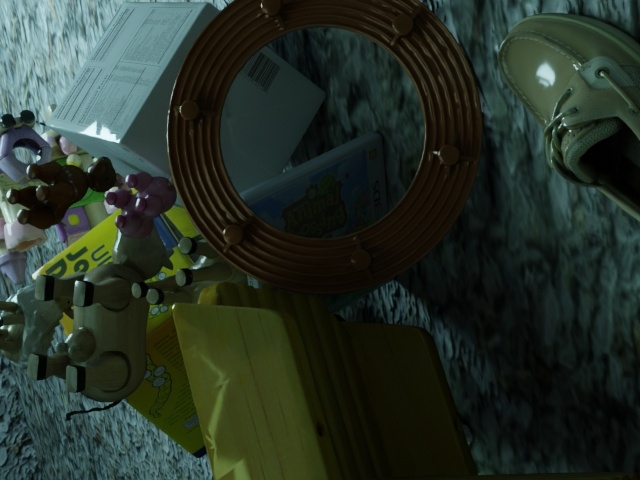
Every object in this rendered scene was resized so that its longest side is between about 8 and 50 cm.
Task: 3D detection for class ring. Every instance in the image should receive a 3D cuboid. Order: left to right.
[{"bbox_3d":[-0.003,-0.110,1.342,0.336,0.336,0.032,67,-167,4],"label":"ring"}]

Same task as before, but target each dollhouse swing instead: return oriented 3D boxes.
[{"bbox_3d":[0.099,0.151,1.284,0.305,0.347,0.315,-24,73,25],"label":"dollhouse swing"}]

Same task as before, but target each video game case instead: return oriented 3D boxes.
[{"bbox_3d":[0.000,0.000,1.489,0.023,0.212,0.193,20,127,43],"label":"video game case"}]

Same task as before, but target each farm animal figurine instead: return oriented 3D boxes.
[{"bbox_3d":[-0.227,0.057,1.558,0.330,0.172,0.327,29,106,34],"label":"farm animal figurine"}]

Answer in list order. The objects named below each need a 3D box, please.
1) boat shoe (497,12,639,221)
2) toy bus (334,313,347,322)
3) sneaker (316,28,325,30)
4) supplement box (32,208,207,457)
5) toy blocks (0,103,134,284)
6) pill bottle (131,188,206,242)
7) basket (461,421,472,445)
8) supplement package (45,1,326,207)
[{"bbox_3d":[0.238,-0.095,1.093,0.302,0.098,0.109,47,146,37],"label":"boat shoe"},{"bbox_3d":[-0.041,0.184,1.629,0.149,0.211,0.220,56,-175,38],"label":"toy bus"},{"bbox_3d":[-0.085,-0.337,1.516,0.292,0.118,0.110,51,147,30],"label":"sneaker"},{"bbox_3d":[-0.209,0.129,1.838,0.194,0.195,0.356,51,177,32],"label":"supplement box"},{"bbox_3d":[-0.377,-0.050,2.094,0.309,0.288,0.260,-40,69,59],"label":"toy blocks"},{"bbox_3d":[-0.229,-0.066,1.996,0.103,0.103,0.184,-23,88,64],"label":"pill bottle"},{"bbox_3d":[0.080,0.250,1.575,0.103,0.167,0.113,58,152,31],"label":"basket"},{"bbox_3d":[-0.173,-0.163,1.631,0.199,0.198,0.263,35,171,-31],"label":"supplement package"}]
